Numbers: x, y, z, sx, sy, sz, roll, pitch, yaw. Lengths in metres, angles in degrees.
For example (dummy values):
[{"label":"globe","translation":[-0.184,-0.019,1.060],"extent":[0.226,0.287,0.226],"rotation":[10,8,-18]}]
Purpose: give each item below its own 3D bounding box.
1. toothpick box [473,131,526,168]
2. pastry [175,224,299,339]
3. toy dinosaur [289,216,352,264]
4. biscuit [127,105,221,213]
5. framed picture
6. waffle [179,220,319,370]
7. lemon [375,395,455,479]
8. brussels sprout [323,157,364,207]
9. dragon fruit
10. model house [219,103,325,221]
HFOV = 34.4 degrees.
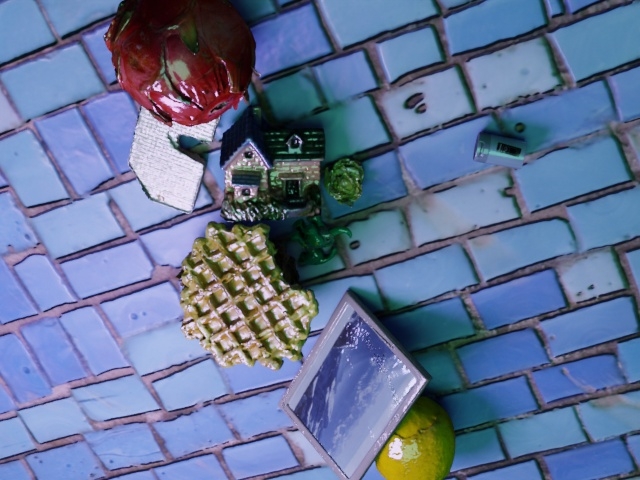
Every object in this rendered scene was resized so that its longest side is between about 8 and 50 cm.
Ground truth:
[{"label":"toothpick box","translation":[0.310,-0.155,1.787],"extent":[0.083,0.052,0.052],"rotation":[10,122,2]},{"label":"pastry","translation":[-0.138,0.098,1.958],"extent":[0.275,0.193,0.275],"rotation":[15,120,28]},{"label":"toy dinosaur","translation":[0.000,0.000,1.940],"extent":[0.132,0.059,0.096],"rotation":[-21,124,30]},{"label":"biscuit","translation":[-0.268,-0.175,1.883],"extent":[0.147,0.046,0.250],"rotation":[18,121,-2]},{"label":"framed picture","translation":[0.059,0.299,2.039],"extent":[0.247,0.022,0.335],"rotation":[47,125,26]},{"label":"waffle","translation":[-0.127,0.101,1.812],"extent":[0.291,0.051,0.291],"rotation":[4,103,16]},{"label":"lemon","translation":[0.187,0.409,2.074],"extent":[0.180,0.180,0.193],"rotation":[7,93,6]},{"label":"brussels sprout","translation":[0.045,-0.110,1.861],"extent":[0.085,0.058,0.085],"rotation":[-2,105,-7]},{"label":"dragon fruit","translation":[-0.226,-0.309,1.688],"extent":[0.241,0.252,0.241],"rotation":[-14,148,-9]},{"label":"model house","translation":[-0.084,-0.143,1.809],"extent":[0.183,0.166,0.172],"rotation":[1,118,-4]}]
